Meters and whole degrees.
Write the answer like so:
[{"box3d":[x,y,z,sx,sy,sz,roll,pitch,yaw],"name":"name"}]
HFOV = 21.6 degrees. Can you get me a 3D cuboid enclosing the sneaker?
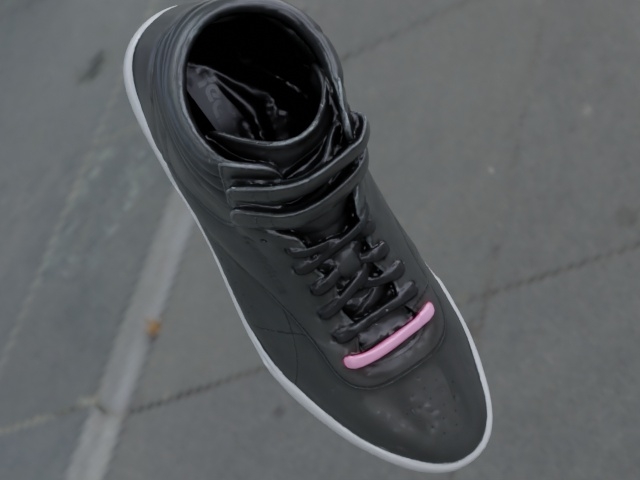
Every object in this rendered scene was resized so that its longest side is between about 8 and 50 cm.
[{"box3d":[-0.001,0.000,0.851,0.104,0.296,0.147,-34,3,-9],"name":"sneaker"}]
